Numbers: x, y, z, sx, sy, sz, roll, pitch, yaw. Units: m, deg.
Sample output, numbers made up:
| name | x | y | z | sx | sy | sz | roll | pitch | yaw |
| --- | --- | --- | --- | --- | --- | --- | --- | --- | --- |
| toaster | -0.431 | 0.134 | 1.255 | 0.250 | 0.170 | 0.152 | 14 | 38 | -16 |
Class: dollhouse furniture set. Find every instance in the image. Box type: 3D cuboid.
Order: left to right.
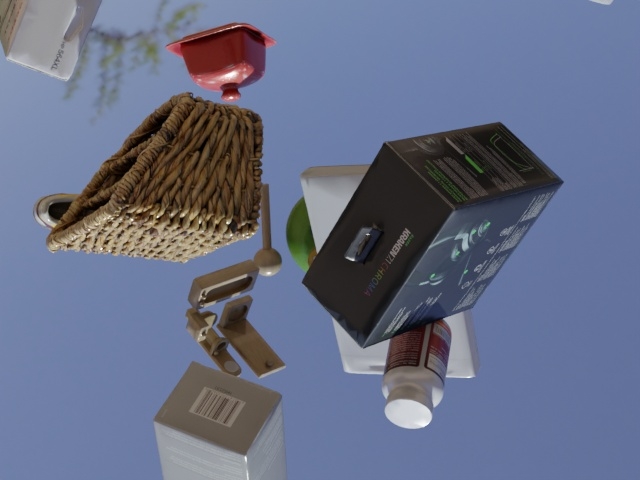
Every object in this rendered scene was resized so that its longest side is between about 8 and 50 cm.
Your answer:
| name | x | y | z | sx | sy | sz | roll | pitch | yaw |
| --- | --- | --- | --- | --- | --- | --- | --- | --- | --- |
| dollhouse furniture set | -0.126 | 0.133 | 1.987 | 0.144 | 0.151 | 0.123 | -19 | -126 | -38 |

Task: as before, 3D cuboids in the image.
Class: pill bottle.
| name | x | y | z | sx | sy | sz | roll | pitch | yaw |
| --- | --- | --- | --- | --- | --- | --- | --- | --- | --- |
| pill bottle | 0.130 | 0.177 | 1.717 | 0.086 | 0.086 | 0.152 | -14 | -141 | 27 |

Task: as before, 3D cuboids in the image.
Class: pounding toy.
| name | x | y | z | sx | sy | sz | roll | pitch | yaw |
| --- | --- | --- | --- | --- | --- | --- | --- | --- | --- |
| pounding toy | 0.000 | 0.000 | 2.210 | 0.236 | 0.183 | 0.110 | 4 | -162 | 0 |

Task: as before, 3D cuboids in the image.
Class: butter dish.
| name | x | y | z | sx | sy | sz | roll | pitch | yaw |
| --- | --- | --- | --- | --- | --- | --- | --- | --- | --- |
| butter dish | -0.162 | -0.297 | 2.166 | 0.159 | 0.118 | 0.160 | -13 | 171 | 17 |

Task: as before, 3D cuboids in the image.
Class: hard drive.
| name | x | y | z | sx | sy | sz | roll | pitch | yaw |
| --- | --- | --- | --- | --- | --- | --- | --- | --- | --- |
| hard drive | 0.112 | 0.050 | 1.975 | 0.233 | 0.353 | 0.047 | 0 | -154 | 28 |

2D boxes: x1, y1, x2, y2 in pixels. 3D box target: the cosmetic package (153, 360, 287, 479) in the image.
| name | x | y | z | sx | sy | sz | roll | pitch | yaw |
| --- | --- | --- | --- | --- | --- | --- | --- | --- | --- |
| cosmetic package | -0.113 | 0.270 | 1.490 | 0.127 | 0.238 | 0.107 | 18 | -130 | 17 |

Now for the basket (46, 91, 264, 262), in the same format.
| name | x | y | z | sx | sy | sz | roll | pitch | yaw |
| --- | --- | --- | --- | --- | --- | --- | --- | --- | --- |
| basket | -0.235 | -0.097 | 1.744 | 0.223 | 0.214 | 0.299 | 7 | 168 | -26 |

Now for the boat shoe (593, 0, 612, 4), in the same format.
| name | x | y | z | sx | sy | sz | roll | pitch | yaw |
| --- | --- | --- | --- | --- | --- | --- | --- | --- | --- |
| boat shoe | 0.284 | -0.359 | 1.528 | 0.088 | 0.267 | 0.096 | -61 | -142 | 27 |

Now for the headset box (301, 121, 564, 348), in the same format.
| name | x | y | z | sx | sy | sz | roll | pitch | yaw |
| --- | --- | --- | --- | --- | --- | --- | --- | --- | --- |
| headset box | 0.141 | -0.009 | 1.631 | 0.283 | 0.131 | 0.246 | -16 | 144 | -48 |

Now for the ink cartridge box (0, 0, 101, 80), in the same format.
| name | x | y | z | sx | sy | sz | roll | pitch | yaw |
| --- | --- | --- | --- | --- | --- | --- | --- | --- | --- |
| ink cartridge box | -0.343 | -0.307 | 1.586 | 0.148 | 0.085 | 0.203 | -65 | -154 | 14 |

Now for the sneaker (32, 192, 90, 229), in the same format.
| name | x | y | z | sx | sy | sz | roll | pitch | yaw |
| --- | --- | --- | --- | --- | --- | --- | --- | --- | --- |
| sneaker | -0.338 | -0.033 | 1.895 | 0.185 | 0.070 | 0.084 | 3 | 180 | -20 |
